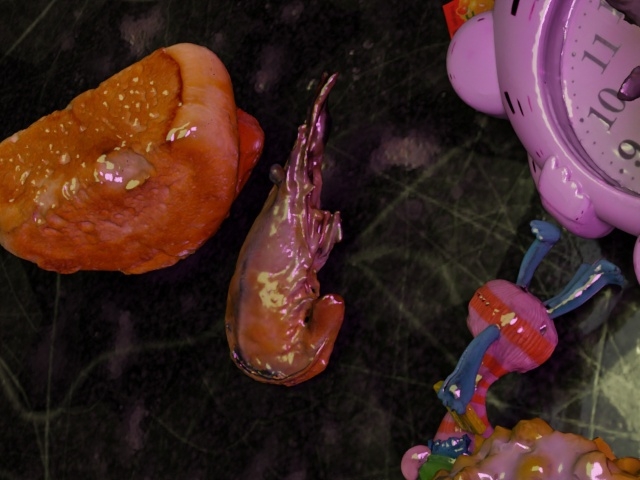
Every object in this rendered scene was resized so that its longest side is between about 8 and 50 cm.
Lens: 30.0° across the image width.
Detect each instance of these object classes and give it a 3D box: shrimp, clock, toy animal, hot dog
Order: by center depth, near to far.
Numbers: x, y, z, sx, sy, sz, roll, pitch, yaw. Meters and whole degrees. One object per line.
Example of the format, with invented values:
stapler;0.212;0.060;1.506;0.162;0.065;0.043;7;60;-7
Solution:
clock;0.252;-0.125;0.797;0.322;0.113;0.296;45;112;33
toy animal;0.128;0.088;0.837;0.100;0.103;0.208;30;86;30
shrimp;-0.002;-0.005;0.994;0.117;0.066;0.262;26;101;25
hot dog;-0.163;-0.059;1.071;0.256;0.153;0.150;-26;54;22

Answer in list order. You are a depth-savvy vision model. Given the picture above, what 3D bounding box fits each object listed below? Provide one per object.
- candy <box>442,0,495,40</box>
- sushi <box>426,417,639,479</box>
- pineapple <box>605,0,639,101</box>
candy;0.162;-0.184;0.966;0.122;0.038;0.062;-24;59;25
sushi;0.139;0.299;0.615;0.351;0.240;0.396;-39;45;1
pineapple;0.236;-0.066;0.670;0.119;0.111;0.237;-18;65;4
